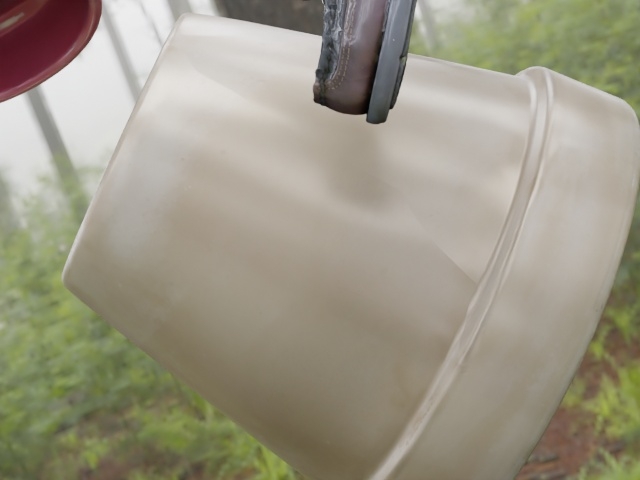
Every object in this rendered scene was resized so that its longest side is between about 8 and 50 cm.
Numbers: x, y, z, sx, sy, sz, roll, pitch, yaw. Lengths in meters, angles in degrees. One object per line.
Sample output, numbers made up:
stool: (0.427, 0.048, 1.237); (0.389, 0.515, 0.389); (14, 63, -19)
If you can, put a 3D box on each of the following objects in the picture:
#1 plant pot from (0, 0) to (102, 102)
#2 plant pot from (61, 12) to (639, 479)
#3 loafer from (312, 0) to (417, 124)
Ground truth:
plant pot: (-0.250, -0.195, 0.852); (0.201, 0.180, 0.201); (-16, -17, -5)
plant pot: (0.000, 0.000, 0.905); (0.280, 0.323, 0.323); (24, 17, -6)
loafer: (0.014, -0.209, 0.711); (0.095, 0.302, 0.109); (8, -8, -1)
